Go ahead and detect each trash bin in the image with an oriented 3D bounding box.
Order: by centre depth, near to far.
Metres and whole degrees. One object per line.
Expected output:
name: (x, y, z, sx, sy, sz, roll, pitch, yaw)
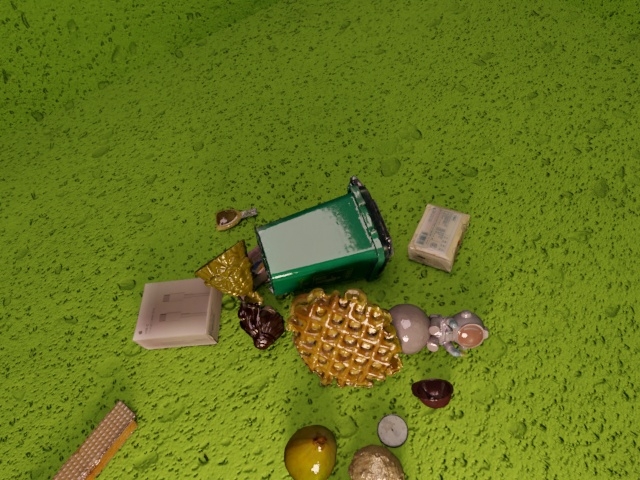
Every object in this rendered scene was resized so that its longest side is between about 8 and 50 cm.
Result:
trash bin: (0.000, 0.000, 1.315, 0.381, 0.259, 0.295, -15, 69, -11)

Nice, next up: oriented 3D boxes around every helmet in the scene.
helmet: (0.304, 0.422, 1.148, 0.111, 0.057, 0.089, -6, 20, 13)

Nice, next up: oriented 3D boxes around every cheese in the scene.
cheese: (-0.319, -0.090, 1.624, 0.162, 0.036, 0.086, -14, 57, 3)

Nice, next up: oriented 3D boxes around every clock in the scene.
clock: (0.193, 0.507, 1.136, 0.085, 0.017, 0.085, -5, 56, 8)

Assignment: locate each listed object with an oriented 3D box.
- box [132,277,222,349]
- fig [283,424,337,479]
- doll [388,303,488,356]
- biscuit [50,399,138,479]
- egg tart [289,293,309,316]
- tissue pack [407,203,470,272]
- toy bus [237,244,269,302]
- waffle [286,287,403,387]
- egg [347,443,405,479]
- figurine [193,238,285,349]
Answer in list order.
box: (-0.458, 0.238, 1.396, 0.252, 0.106, 0.203, -7, 58, 8)
fig: (-0.023, 0.548, 1.097, 0.136, 0.121, 0.153, 32, 91, 22)
doll: (0.329, 0.253, 1.214, 0.287, 0.151, 0.151, 0, 57, 3)
biscuit: (-0.671, 0.639, 1.200, 0.094, 0.054, 0.378, 26, 66, 26)
egg tart: (-0.010, 0.238, 1.284, 0.191, 0.191, 0.074, 30, 36, 27)
tissue pack: (0.388, -0.012, 1.396, 0.148, 0.092, 0.196, 19, 64, 23)
toy bus: (-0.198, 0.082, 1.453, 0.274, 0.090, 0.112, -41, 57, -16)
waffle: (0.067, 0.270, 1.168, 0.302, 0.325, 0.068, -23, 14, 22)
egg: (0.139, 0.567, 1.048, 0.140, 0.116, 0.118, 15, 89, 25)
figurine: (-0.221, 0.175, 1.305, 0.187, 0.168, 0.315, -33, 97, 5)
